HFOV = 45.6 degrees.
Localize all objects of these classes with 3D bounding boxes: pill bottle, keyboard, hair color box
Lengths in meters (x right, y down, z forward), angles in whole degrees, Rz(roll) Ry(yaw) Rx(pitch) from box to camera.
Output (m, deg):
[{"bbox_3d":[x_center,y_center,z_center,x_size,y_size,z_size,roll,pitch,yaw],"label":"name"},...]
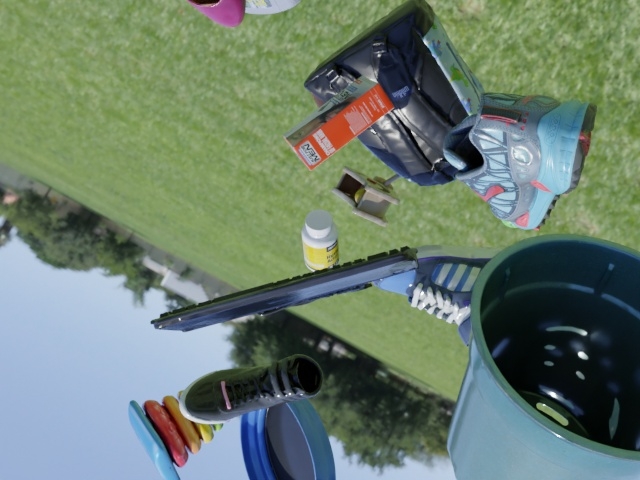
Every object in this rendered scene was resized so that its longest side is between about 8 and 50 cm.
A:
[{"bbox_3d":[0.000,0.000,1.336,0.065,0.065,0.116,26,149,22],"label":"pill bottle"},{"bbox_3d":[-0.032,0.061,0.941,0.317,0.033,0.201,-15,170,6],"label":"keyboard"},{"bbox_3d":[0.026,-0.191,1.221,0.053,0.167,0.093,51,-179,-24],"label":"hair color box"}]

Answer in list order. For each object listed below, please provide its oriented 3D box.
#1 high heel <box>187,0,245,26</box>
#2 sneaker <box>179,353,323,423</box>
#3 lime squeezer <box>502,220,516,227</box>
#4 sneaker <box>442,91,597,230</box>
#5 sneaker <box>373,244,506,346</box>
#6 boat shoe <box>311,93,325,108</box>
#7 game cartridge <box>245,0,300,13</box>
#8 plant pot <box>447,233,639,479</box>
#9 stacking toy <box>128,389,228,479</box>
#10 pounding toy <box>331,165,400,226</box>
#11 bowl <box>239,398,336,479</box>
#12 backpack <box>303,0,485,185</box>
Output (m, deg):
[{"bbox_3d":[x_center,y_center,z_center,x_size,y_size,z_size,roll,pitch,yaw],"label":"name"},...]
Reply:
[{"bbox_3d":[-0.234,-0.427,1.235,0.127,0.181,0.377,-5,154,24],"label":"high heel"},{"bbox_3d":[-0.125,0.283,1.496,0.295,0.105,0.147,-4,160,-36],"label":"sneaker"},{"bbox_3d":[0.382,-0.077,1.504,0.310,0.059,0.110,-7,-121,-55],"label":"lime squeezer"},{"bbox_3d":[0.187,-0.089,0.763,0.125,0.104,0.262,17,169,8],"label":"sneaker"},{"bbox_3d":[0.269,0.139,1.510,0.322,0.236,0.130,-2,152,-6],"label":"sneaker"},{"bbox_3d":[0.032,-0.340,2.024,0.178,0.060,0.064,53,140,-4],"label":"boat shoe"},{"bbox_3d":[-0.163,-0.561,1.576,0.294,0.060,0.196,19,158,44],"label":"game cartridge"},{"bbox_3d":[0.337,0.226,1.062,0.341,0.341,0.334,26,140,16],"label":"plant pot"},{"bbox_3d":[-0.252,0.369,1.665,0.165,0.301,0.175,41,153,42],"label":"stacking toy"},{"bbox_3d":[0.130,-0.150,1.955,0.154,0.155,0.269,27,-169,-6],"label":"pounding toy"},{"bbox_3d":[-0.090,0.571,2.022,0.077,0.391,0.391,-9,-163,-34],"label":"bowl"},{"bbox_3d":[0.193,-0.276,1.523,0.290,0.273,0.356,-29,107,33],"label":"backpack"}]
